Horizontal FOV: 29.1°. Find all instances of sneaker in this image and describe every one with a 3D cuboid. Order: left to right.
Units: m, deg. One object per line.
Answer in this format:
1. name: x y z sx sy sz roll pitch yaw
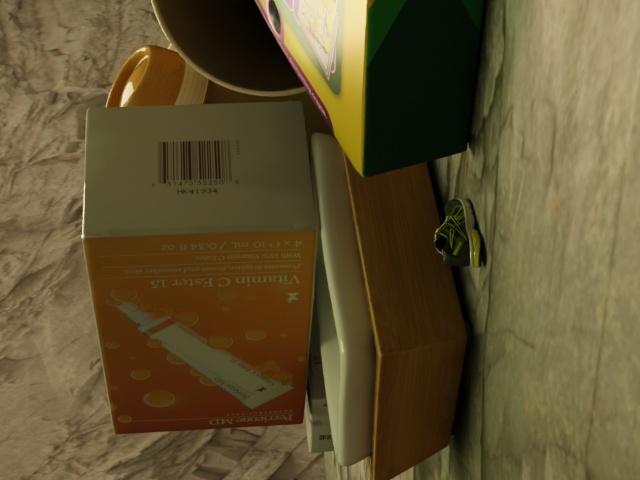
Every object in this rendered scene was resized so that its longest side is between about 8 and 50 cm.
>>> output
1. sneaker: 0.107 -0.008 0.995 0.083 0.035 0.031 -101 8 -57

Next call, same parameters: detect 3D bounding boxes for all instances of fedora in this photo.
1. fedora: -0.190 -0.158 1.394 0.194 0.079 0.194 -44 35 42

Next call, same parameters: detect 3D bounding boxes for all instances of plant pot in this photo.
1. plant pot: -0.031 -0.289 1.359 0.274 0.256 0.257 -42 -52 -79

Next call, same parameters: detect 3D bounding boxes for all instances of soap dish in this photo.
1. soap dish: 0.058 0.052 1.177 0.229 0.118 0.291 90 173 -50

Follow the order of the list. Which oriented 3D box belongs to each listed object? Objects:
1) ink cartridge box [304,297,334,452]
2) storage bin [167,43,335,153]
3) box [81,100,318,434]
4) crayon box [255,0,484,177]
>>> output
1. ink cartridge box: 0.043 0.155 1.432 0.176 0.128 0.127 95 170 -62
2. storage bin: -0.066 -0.131 1.524 0.123 0.262 0.260 -54 29 33
3. box: -0.121 0.038 1.270 0.345 0.215 0.168 94 172 -51
4. crayon box: 0.012 -0.287 0.976 0.313 0.106 0.363 92 157 -48
